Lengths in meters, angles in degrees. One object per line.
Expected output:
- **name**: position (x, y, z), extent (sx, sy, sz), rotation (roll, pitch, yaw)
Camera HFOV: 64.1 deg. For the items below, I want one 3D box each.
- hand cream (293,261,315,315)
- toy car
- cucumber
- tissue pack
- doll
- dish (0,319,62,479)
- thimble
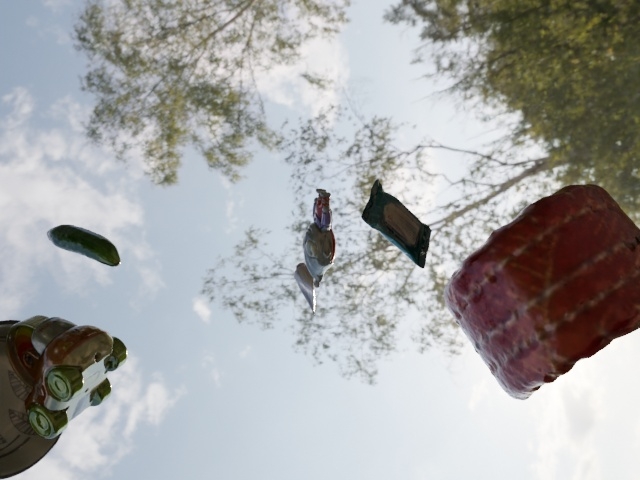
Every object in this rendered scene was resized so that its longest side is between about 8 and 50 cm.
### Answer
- **hand cream**: position (-0.031, 0.110, 1.274), extent (0.053, 0.142, 0.084), rotation (-12, -50, -13)
- **toy car**: position (-0.519, 0.235, 0.993), extent (0.145, 0.235, 0.235), rotation (-36, -72, -62)
- **cucumber**: position (-0.484, 0.003, 1.032), extent (0.056, 0.250, 0.056), rotation (-34, -49, -50)
- **tissue pack**: position (0.119, -0.024, 0.786), extent (0.138, 0.028, 0.085), rotation (37, -128, -20)
- **doll**: position (0.000, 0.000, 1.137), extent (0.075, 0.102, 0.227), rotation (0, -70, -16)
- **dish**: position (-0.675, 0.327, 1.063), extent (0.316, 0.106, 0.316), rotation (-10, -90, -70)
- **thimble**: position (0.388, 0.086, 0.847), extent (0.350, 0.350, 0.230), rotation (-2, -128, -49)
